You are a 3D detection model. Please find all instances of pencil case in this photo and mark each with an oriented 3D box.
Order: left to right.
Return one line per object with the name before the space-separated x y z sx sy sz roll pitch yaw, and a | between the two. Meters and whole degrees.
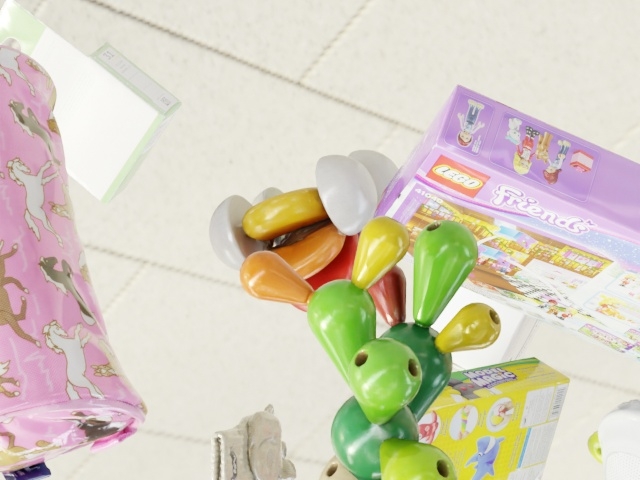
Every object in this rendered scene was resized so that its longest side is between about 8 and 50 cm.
pencil case | -0.272 0.010 1.192 0.160 0.386 0.167 -14 155 -15

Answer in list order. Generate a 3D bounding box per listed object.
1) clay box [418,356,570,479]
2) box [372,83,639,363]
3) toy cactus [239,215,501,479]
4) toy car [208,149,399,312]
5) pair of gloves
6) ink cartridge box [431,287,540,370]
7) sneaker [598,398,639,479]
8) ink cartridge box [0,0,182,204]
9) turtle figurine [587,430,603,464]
clay box | 0.110 0.179 1.173 0.222 0.053 0.127 -4 116 -38
box | 0.198 0.003 1.038 0.293 0.057 0.201 23 156 -4
toy cactus | 0.012 0.097 0.592 0.112 0.219 0.180 9 148 7
toy car | 0.000 0.000 1.271 0.159 0.136 0.182 -22 178 23
pair of gloves | -0.076 0.311 1.513 0.042 0.240 0.204 -3 -176 21
ink cartridge box | 0.185 0.048 1.381 0.158 0.092 0.218 -63 168 8
sneaker | 0.276 0.319 1.092 0.210 0.366 0.137 -17 170 -31
ink cartridge box | -0.308 -0.177 1.675 0.235 0.056 0.171 39 127 -1
turtle figurine | 0.346 0.148 1.307 0.217 0.087 0.269 -39 110 -30
